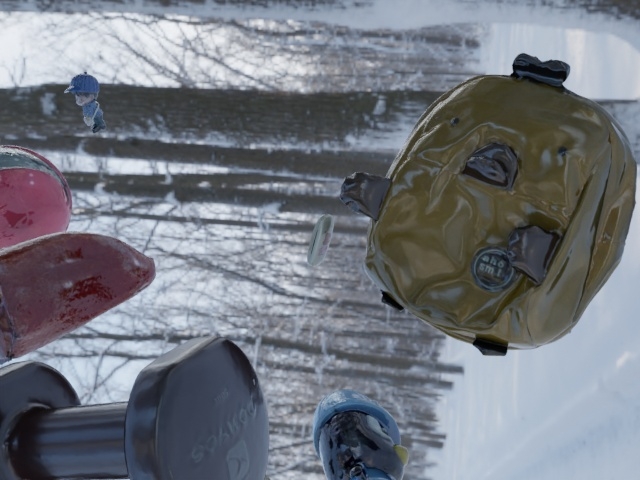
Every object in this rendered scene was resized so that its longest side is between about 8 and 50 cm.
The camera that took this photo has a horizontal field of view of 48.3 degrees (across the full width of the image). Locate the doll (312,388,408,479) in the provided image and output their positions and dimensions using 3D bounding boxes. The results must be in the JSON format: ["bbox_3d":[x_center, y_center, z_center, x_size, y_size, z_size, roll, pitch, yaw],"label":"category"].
[{"bbox_3d":[0.071,0.349,1.142,0.177,0.141,0.314,61,-179,-29],"label":"doll"}]

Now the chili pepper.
[{"bbox_3d":[-0.352,0.052,0.994,0.252,0.144,0.136,-24,-33,-39],"label":"chili pepper"}]

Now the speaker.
[{"bbox_3d":[-0.730,-0.077,1.661,0.294,0.294,0.295,4,-90,-79],"label":"speaker"}]

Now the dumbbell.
[{"bbox_3d":[-0.159,0.147,0.523,0.140,0.225,0.124,-29,-73,-64],"label":"dumbbell"}]

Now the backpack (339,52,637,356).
[{"bbox_3d":[0.227,-0.050,0.956,0.201,0.353,0.378,17,-88,-66],"label":"backpack"}]

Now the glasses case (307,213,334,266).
[{"bbox_3d":[0.000,0.000,1.052,0.032,0.021,0.083,-19,-50,-52],"label":"glasses case"}]

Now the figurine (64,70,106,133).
[{"bbox_3d":[-0.593,-0.353,1.831,0.086,0.087,0.149,-132,19,-64],"label":"figurine"}]

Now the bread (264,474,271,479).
[{"bbox_3d":[-0.091,0.335,0.775,0.141,0.148,0.134,-48,-2,-7],"label":"bread"}]
